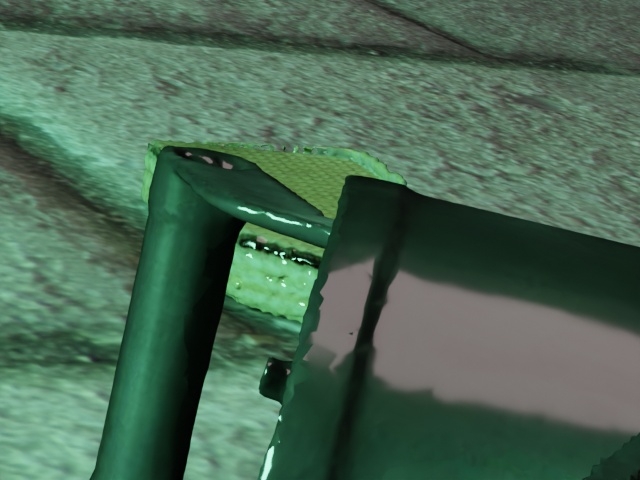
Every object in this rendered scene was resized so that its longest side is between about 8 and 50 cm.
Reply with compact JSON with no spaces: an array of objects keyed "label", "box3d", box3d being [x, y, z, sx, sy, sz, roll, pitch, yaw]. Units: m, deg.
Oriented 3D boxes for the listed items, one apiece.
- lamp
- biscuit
[{"label":"lamp","box3d":[0.090,0.102,0.607,0.272,0.205,0.374,11,10,-16]},{"label":"biscuit","box3d":[0.000,0.000,1.131,0.150,0.052,0.252,1,19,-23]}]
